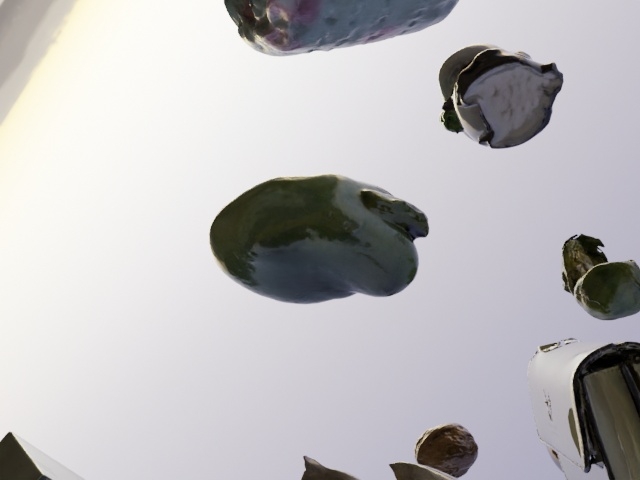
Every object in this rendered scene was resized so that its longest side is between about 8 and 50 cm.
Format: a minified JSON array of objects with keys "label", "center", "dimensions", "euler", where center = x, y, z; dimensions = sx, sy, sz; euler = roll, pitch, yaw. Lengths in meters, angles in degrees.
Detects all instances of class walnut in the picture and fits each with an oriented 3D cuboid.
[{"label":"walnut","center":[0.222,0.376,1.476],"dimensions":[0.105,0.125,0.105],"euler":[27,-59,60]}]

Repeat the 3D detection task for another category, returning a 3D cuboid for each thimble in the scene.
[{"label":"thimble","center":[0.007,-0.234,0.546],"dimensions":[0.185,0.149,0.210],"euler":[-157,-125,-71]}]

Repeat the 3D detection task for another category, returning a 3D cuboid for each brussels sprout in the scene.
[{"label":"brussels sprout","center":[0.205,0.029,0.609],"dimensions":[0.051,0.046,0.083],"euler":[-62,-165,11]}]

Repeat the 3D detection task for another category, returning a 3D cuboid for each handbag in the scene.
[{"label":"handbag","center":[0.409,0.260,1.198],"dimensions":[0.160,0.236,0.358],"euler":[-19,172,2]}]

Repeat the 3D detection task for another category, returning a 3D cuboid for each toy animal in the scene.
[{"label":"toy animal","center":[0.334,-0.288,1.661],"dimensions":[0.212,0.213,0.267],"euler":[-56,-163,4]}]

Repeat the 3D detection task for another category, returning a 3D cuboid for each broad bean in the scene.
[{"label":"broad bean","center":[0.000,0.000,0.863],"dimensions":[0.228,0.169,0.100],"euler":[-13,-135,1]}]

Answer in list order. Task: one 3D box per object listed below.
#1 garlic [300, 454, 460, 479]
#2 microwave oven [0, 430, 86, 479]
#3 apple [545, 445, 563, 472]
[{"label":"garlic","center":[0.055,0.312,0.584],"dimensions":[0.279,0.132,0.325],"euler":[-31,-138,-26]},{"label":"microwave oven","center":[-0.310,0.373,1.007],"dimensions":[0.145,0.240,0.194],"euler":[-51,-150,-13]},{"label":"apple","center":[0.594,0.343,1.557],"dimensions":[0.329,0.365,0.295],"euler":[149,-62,-63]}]
